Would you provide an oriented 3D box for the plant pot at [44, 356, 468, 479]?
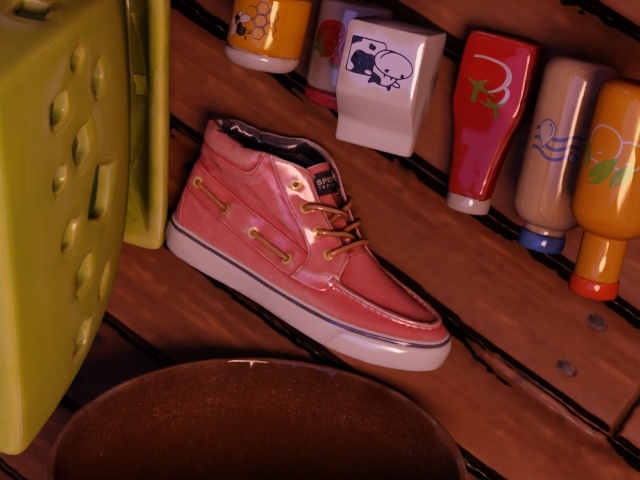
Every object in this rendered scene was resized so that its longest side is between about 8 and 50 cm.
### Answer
[{"bbox_3d":[-0.039,0.216,0.873,0.215,0.215,0.230,13,118,18],"label":"plant pot"}]

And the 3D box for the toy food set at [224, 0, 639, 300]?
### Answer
[{"bbox_3d":[0.061,-0.054,0.820,0.232,0.111,0.105,16,104,15],"label":"toy food set"}]

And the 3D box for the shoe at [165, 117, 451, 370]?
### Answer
[{"bbox_3d":[0.000,0.000,0.879,0.178,0.063,0.081,27,113,19],"label":"shoe"}]

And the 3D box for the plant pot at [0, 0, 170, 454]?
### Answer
[{"bbox_3d":[-0.201,-0.062,0.845,0.227,0.207,0.228,19,132,17],"label":"plant pot"}]
